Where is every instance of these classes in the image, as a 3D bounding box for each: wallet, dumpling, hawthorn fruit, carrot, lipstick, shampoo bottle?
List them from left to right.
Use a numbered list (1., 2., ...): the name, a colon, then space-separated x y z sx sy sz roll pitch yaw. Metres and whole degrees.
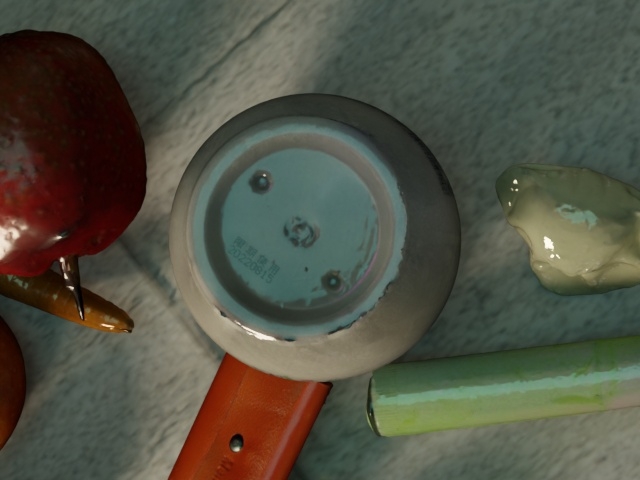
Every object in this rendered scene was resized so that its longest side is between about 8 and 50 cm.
1. carrot: -0.315 0.038 1.952 0.271 0.062 0.066 28 123 5
2. hawthorn fruit: -0.295 -0.059 1.864 0.254 0.254 0.300 -14 98 12
3. wallet: -0.081 0.207 1.886 0.142 0.045 0.204 29 96 41
4. shampoo bottle: 0.000 0.000 1.779 0.273 0.266 0.273 -1 84 11
5. lipstick: 0.195 0.142 1.836 0.304 0.076 0.076 -9 88 12
6. dumpling: 0.250 -0.004 1.825 0.169 0.100 0.134 8 130 -5

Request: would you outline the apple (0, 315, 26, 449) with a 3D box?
1. apple: -0.418 0.150 1.898 0.230 0.230 0.230 0 90 12
